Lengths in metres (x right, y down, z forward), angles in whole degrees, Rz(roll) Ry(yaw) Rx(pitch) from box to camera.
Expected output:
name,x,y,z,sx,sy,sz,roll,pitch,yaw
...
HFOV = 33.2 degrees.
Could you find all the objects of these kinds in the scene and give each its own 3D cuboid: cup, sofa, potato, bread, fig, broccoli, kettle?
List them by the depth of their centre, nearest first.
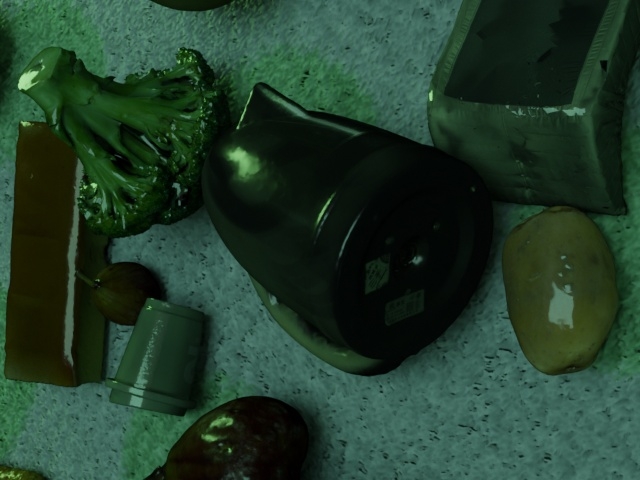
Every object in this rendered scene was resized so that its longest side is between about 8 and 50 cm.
name,x,y,z,sx,sy,sz,roll,pitch,yaw
potato,0.249,0.049,1.118,0.118,0.109,0.178,138,128,-67
sofa,0.245,-0.164,1.152,0.210,0.176,0.225,6,62,30
kettle,0.000,0.000,1.214,0.324,0.228,0.320,30,135,43
fig,-0.131,0.285,1.305,0.274,0.145,0.170,-17,58,36
broccoli,-0.244,-0.147,1.335,0.269,0.269,0.254,39,93,26
cup,-0.205,0.149,1.378,0.120,0.120,0.141,7,78,30
fig,-0.271,0.067,1.406,0.089,0.125,0.088,-5,80,31
bread,-0.361,0.016,1.489,0.138,0.077,0.361,2,88,31

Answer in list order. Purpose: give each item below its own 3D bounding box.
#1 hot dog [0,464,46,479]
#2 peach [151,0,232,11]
name,x,y,z,sx,sy,sz,roll,pitch,yaw
hot dog,-0.519,0.355,1.567,0.289,0.068,0.083,1,81,31
peach,-0.156,-0.433,1.311,0.292,0.247,0.292,-12,76,57
